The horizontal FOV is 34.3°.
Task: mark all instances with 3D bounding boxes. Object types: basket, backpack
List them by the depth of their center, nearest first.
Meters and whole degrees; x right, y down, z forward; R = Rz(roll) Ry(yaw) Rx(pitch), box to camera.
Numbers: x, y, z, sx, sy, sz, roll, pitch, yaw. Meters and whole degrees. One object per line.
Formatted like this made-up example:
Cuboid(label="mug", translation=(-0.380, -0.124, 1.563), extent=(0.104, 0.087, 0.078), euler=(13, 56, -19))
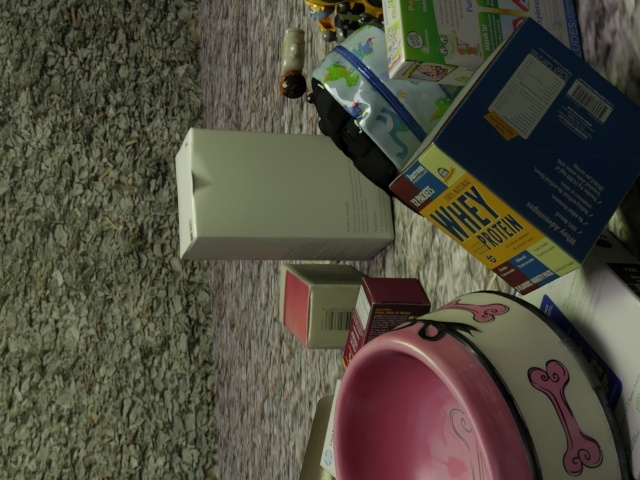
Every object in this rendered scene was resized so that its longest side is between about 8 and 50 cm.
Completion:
Cuboid(label="backpack", translation=(0.114, -0.185, 1.448), extent=(0.290, 0.273, 0.355), euler=(55, -161, 9))
Cuboid(label="basket", translation=(0.044, 0.408, 1.884), extent=(0.204, 0.154, 0.226), euler=(-16, 54, 36))

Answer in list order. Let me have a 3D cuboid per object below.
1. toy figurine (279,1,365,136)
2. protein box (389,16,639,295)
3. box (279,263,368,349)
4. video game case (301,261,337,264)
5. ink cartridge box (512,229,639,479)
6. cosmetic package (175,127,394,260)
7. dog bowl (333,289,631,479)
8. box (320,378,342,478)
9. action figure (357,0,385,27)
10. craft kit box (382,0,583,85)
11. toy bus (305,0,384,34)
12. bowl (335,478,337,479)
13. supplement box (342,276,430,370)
Cuboid(label="toy figurine", translation=(0.040, -0.299, 1.851), extent=(0.213, 0.209, 0.148), euler=(-17, 59, 30))
Cuboid(label="protein box", translation=(0.224, -0.089, 1.131), extent=(0.201, 0.200, 0.136), euler=(-52, 2, -23))
Cuboid(label="box", translation=(0.015, 0.127, 2.053), extent=(0.232, 0.149, 0.126), euler=(-150, 62, -73))
Cuboid(label="video game case", translation=(0.000, 0.000, 2.338), extent=(0.227, 0.026, 0.206), euler=(-118, 33, -59))
Cuboid(label="ink cartridge box", translation=(0.320, 0.100, 1.164), extent=(0.332, 0.065, 0.165), euler=(-118, 34, -57))
Cuboid(label="cosmetic package", translation=(-0.070, -0.080, 1.945), extent=(0.156, 0.385, 0.217), euler=(133, 136, -66))
Cuboid(label="dog bowl", translation=(0.158, 0.268, 1.196), extent=(0.408, 0.150, 0.408), euler=(17, 110, 58))
Cuboid(label="box", translation=(0.070, 0.304, 1.546), extent=(0.186, 0.038, 0.145), euler=(26, 107, 60))
Cuboid(label="action figure", translation=(0.183, -0.372, 1.561), extent=(0.276, 0.141, 0.164), euler=(0, 81, 56))
Cuboid(label="craft kit box", translation=(0.197, -0.310, 1.296), extent=(0.061, 0.247, 0.249), euler=(137, 133, -61))
Cuboid(label="toy bus", translation=(0.051, -0.438, 1.884), extent=(0.211, 0.220, 0.149), euler=(101, 160, -46))
Cuboid(label="bowl", translation=(0.113, 0.375, 1.646), extent=(0.298, 0.134, 0.297), euler=(180, 90, -64))
Cuboid(label="supplement box", translation=(0.111, 0.162, 1.800), extent=(0.081, 0.104, 0.188), euler=(-112, 29, -55))
